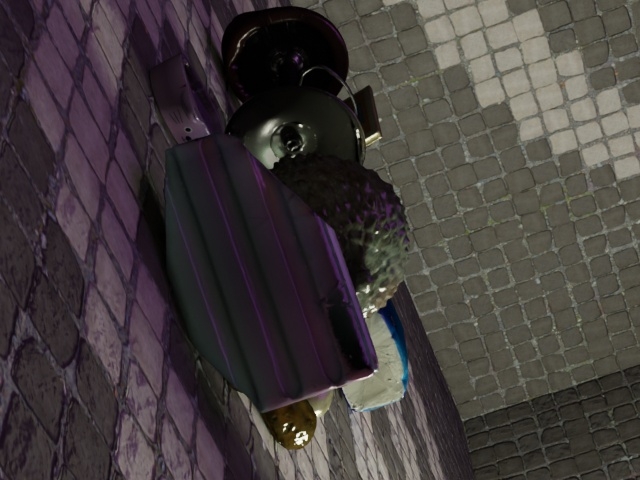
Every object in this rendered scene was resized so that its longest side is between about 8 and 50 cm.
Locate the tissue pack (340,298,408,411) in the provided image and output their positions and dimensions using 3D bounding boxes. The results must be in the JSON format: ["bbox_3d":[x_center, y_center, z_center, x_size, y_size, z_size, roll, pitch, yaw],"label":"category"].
[{"bbox_3d":[0.086,0.176,2.426,0.270,0.137,0.209,-68,137,-77],"label":"tissue pack"}]

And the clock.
[{"bbox_3d":[-0.179,-0.171,1.766,0.153,0.050,0.110,60,13,-51],"label":"clock"}]

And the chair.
[{"bbox_3d":[-0.055,-0.243,2.149,0.401,0.226,0.227,-98,167,-57],"label":"chair"}]

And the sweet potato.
[{"bbox_3d":[-0.063,0.198,1.674,0.233,0.062,0.081,56,18,-51],"label":"sweet potato"}]

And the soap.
[{"bbox_3d":[-0.073,0.032,1.507,0.109,0.192,0.324,-2,72,-84],"label":"soap"}]

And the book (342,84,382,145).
[{"bbox_3d":[-0.007,-0.165,2.233,0.018,0.241,0.170,51,18,-30],"label":"book"}]

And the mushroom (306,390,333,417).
[{"bbox_3d":[-0.022,0.217,1.859,0.067,0.083,0.084,-44,-124,52],"label":"mushroom"}]

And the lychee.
[{"bbox_3d":[0.000,0.000,1.888,0.274,0.255,0.255,34,-26,51],"label":"lychee"}]
